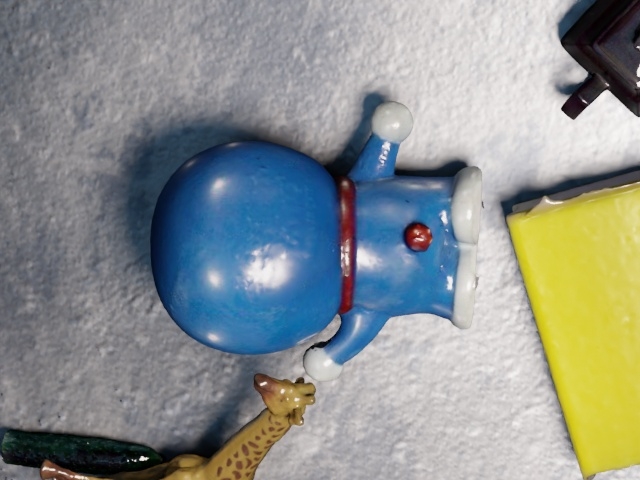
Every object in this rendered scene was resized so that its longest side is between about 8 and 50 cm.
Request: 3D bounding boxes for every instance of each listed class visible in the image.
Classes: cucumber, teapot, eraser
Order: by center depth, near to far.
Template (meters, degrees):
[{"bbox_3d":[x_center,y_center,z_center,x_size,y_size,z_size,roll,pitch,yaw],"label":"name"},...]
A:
[{"bbox_3d":[0.238,-0.153,1.307,0.087,0.096,0.177,43,107,0],"label":"teapot"},{"bbox_3d":[0.244,0.057,1.364,0.158,0.069,0.226,-15,98,16],"label":"eraser"},{"bbox_3d":[-0.196,0.178,1.497,0.133,0.032,0.032,5,102,9],"label":"cucumber"}]

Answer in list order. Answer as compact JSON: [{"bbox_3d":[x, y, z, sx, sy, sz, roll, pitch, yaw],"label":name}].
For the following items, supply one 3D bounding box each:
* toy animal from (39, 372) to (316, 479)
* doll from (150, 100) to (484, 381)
[{"bbox_3d":[-0.106,0.186,1.441,0.275,0.054,0.149,-20,127,22],"label":"toy animal"},{"bbox_3d":[0.000,0.000,1.373,0.257,0.161,0.215,3,89,-6],"label":"doll"}]
